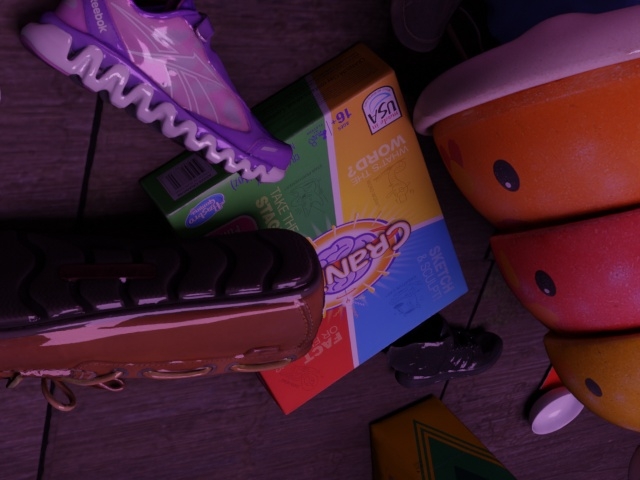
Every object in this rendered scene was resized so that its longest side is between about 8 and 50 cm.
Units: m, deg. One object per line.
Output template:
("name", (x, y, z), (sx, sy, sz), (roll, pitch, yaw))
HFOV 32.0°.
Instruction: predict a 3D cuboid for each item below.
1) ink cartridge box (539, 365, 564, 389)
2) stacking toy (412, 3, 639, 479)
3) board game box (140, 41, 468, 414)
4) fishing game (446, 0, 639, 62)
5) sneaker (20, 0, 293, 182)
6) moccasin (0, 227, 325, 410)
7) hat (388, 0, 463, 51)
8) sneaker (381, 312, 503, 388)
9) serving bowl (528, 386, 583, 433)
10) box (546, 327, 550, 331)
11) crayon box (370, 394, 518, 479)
("ink cartridge box", (0.447, 0.114, 1.486), (0.275, 0.060, 0.238), (2, 120, -35))
("stacking toy", (0.296, 0.046, 0.973), (0.351, 0.351, 0.479), (-12, 88, -27))
("board game box", (0.000, 0.000, 1.087), (0.242, 0.064, 0.316), (-34, 135, -8))
("fishing game", (0.234, -0.255, 1.059), (0.264, 0.041, 0.189), (-31, 138, 9))
("sneaker", (-0.108, -0.132, 0.873), (0.236, 0.095, 0.104), (32, 87, -26))
("moccasin", (-0.188, 0.068, 0.933), (0.380, 0.139, 0.147), (-6, 131, -17))
("hat", (0.079, -0.311, 0.830), (0.331, 0.134, 0.331), (-54, 162, -26))
("sneaker", (0.142, 0.119, 1.285), (0.170, 0.051, 0.089), (-16, 135, -20))
("serving bowl", (0.312, 0.222, 1.493), (0.083, 0.027, 0.083), (-19, 141, -16))
("box", (0.396, -0.022, 1.230), (0.345, 0.168, 0.215), (-37, 153, -5))
("crayon box", (0.190, 0.421, 1.361), (0.106, 0.313, 0.363), (-24, 133, -22))
